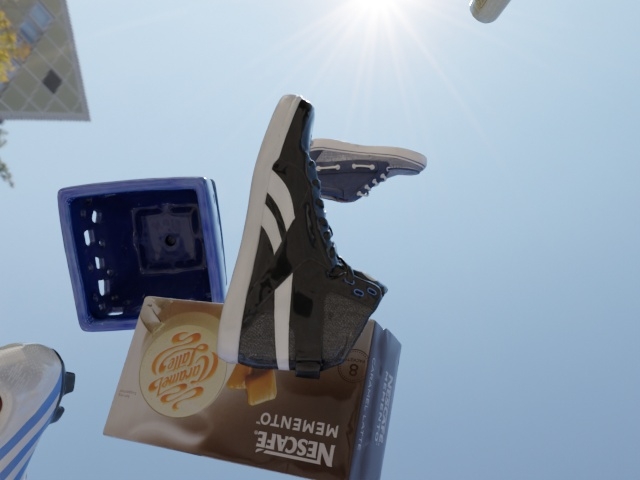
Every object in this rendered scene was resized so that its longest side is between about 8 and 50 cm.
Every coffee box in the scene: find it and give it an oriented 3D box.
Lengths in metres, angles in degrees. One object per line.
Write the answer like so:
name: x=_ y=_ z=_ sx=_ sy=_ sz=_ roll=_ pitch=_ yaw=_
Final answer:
coffee box: x=-0.061 y=0.141 z=0.576 sx=0.246 sy=0.098 sz=0.141 roll=3 pitch=-112 yaw=24

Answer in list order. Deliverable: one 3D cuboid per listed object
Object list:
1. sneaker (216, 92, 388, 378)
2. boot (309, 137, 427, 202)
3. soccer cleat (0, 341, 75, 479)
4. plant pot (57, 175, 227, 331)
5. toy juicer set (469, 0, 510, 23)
sneaker: x=0.000 y=0.000 z=0.484 sx=0.121 sy=0.079 sz=0.217 roll=12 pitch=-93 yaw=0
boot: x=0.068 y=-0.095 z=0.909 sx=0.189 sy=0.069 sz=0.086 roll=5 pitch=-100 yaw=-12
soccer cleat: x=-0.412 y=0.273 z=0.719 sx=0.116 sy=0.143 sz=0.332 roll=21 pitch=-85 yaw=33
plant pot: x=-0.276 y=0.009 z=1.029 sx=0.235 sy=0.212 sz=0.236 roll=-5 pitch=-81 yaw=0
toy juicer set: x=0.063 y=-0.278 z=0.514 sx=0.089 sy=0.209 sz=0.329 roll=-39 pitch=-115 yaw=-16
